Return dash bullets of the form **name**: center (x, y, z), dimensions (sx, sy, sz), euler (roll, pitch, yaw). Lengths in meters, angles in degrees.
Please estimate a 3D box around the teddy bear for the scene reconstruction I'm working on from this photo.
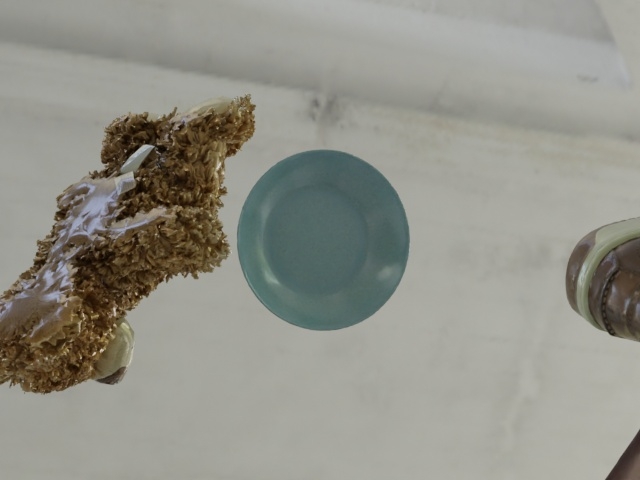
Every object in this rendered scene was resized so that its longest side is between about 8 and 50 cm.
- **teddy bear**: center (-0.165, 0.001, 1.230), dimensions (0.245, 0.338, 0.113), euler (-17, -53, 26)

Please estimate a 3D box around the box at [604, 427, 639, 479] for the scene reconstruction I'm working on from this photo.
- **box**: center (0.206, 0.334, 1.022), dimensions (0.381, 0.143, 0.191), euler (-53, -34, 0)

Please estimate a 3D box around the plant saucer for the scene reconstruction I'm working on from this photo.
- **plant saucer**: center (0.000, 0.000, 1.509), dimensions (0.194, 0.195, 0.037), euler (6, -4, -17)

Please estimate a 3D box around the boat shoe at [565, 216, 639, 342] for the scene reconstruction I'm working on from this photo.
- **boat shoe**: center (0.288, 0.016, 0.896), dimensions (0.257, 0.095, 0.095), euler (-19, -64, -18)
